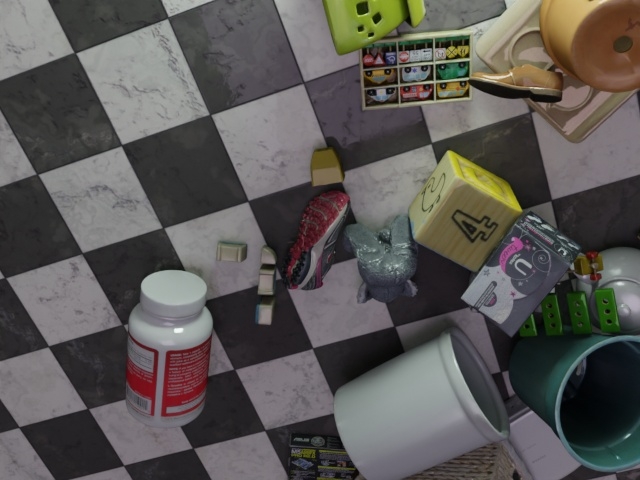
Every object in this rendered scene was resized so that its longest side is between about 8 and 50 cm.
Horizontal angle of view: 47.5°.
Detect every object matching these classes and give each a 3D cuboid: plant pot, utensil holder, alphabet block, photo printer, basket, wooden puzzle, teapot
[{"bbox_3d":[0.014,-0.190,1.829,0.081,0.081,0.083,-8,104,7],"label":"plant pot"},{"bbox_3d":[0.274,0.467,2.017,0.386,0.327,0.327,-30,112,18],"label":"utensil holder"},{"bbox_3d":[0.353,-0.074,1.808,0.194,0.192,0.197,26,115,-12],"label":"alphabet block"},{"bbox_3d":[0.638,0.615,2.194,0.256,0.107,0.307,-37,110,19],"label":"photo printer"},{"bbox_3d":[0.101,-0.548,1.561,0.207,0.227,0.228,-14,116,3],"label":"plant pot"},{"bbox_3d":[0.681,0.376,1.904,0.341,0.334,0.341,-2,97,-13],"label":"plant pot"},{"bbox_3d":[0.604,-0.434,1.490,0.291,0.203,0.290,7,126,9],"label":"plant pot"},{"bbox_3d":[0.420,0.759,2.122,0.331,0.266,0.328,-11,125,35],"label":"basket"},{"bbox_3d":[0.584,-0.448,1.670,0.348,0.080,0.322,40,112,-11],"label":"wooden puzzle"},{"bbox_3d":[0.774,0.144,1.869,0.256,0.187,0.252,-1,107,24],"label":"teapot"}]

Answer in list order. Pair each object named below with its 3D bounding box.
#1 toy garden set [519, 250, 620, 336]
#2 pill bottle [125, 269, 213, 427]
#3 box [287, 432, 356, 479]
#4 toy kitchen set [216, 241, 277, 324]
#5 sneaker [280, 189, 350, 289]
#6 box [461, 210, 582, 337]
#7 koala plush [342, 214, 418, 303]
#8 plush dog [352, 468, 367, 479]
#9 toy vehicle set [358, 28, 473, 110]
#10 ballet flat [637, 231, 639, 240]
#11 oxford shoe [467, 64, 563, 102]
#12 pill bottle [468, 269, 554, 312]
[{"bbox_3d":[0.609,0.133,1.822,0.244,0.049,0.203,-7,102,32],"label":"toy garden set"},{"bbox_3d":[-0.419,0.298,2.015,0.229,0.229,0.407,9,117,-2],"label":"pill bottle"},{"bbox_3d":[0.031,0.722,2.307,0.270,0.060,0.216,4,117,0],"label":"box"},{"bbox_3d":[-0.205,0.111,1.992,0.166,0.122,0.207,5,97,1],"label":"toy kitchen set"},{"bbox_3d":[0.000,0.000,1.918,0.112,0.121,0.299,10,121,-35],"label":"sneaker"},{"bbox_3d":[0.483,0.080,1.762,0.163,0.142,0.247,38,120,14],"label":"box"},{"bbox_3d":[0.167,0.084,1.910,0.196,0.203,0.221,-9,137,-6],"label":"koala plush"},{"bbox_3d":[0.222,0.774,2.233,0.211,0.225,0.262,21,126,30],"label":"plush dog"},{"bbox_3d":[0.227,-0.405,1.728,0.267,0.035,0.165,-4,117,5],"label":"toy vehicle set"},{"bbox_3d":[0.922,0.026,1.901,0.206,0.073,0.067,12,132,0],"label":"ballet flat"},{"bbox_3d":[0.444,-0.365,1.655,0.212,0.076,0.076,9,85,7],"label":"oxford shoe"},{"bbox_3d":[0.509,0.140,1.949,0.209,0.119,0.119,3,117,1],"label":"pill bottle"}]
